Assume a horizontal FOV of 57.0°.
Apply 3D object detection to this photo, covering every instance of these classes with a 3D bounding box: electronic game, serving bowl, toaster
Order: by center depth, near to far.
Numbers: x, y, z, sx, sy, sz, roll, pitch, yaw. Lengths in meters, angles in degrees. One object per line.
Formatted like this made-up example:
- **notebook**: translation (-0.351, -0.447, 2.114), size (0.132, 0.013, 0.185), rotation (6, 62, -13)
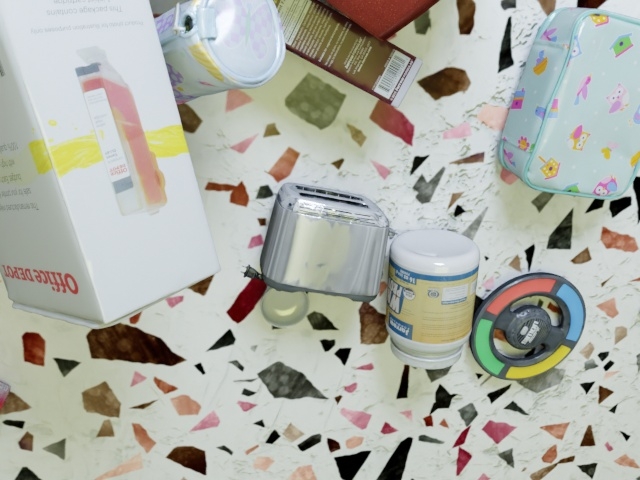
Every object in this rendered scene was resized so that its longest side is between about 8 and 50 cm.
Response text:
- **toaster**: translation (0.000, 0.000, 0.911), size (0.226, 0.129, 0.147), rotation (9, 107, -13)
- **serving bowl**: translation (-0.061, 0.105, 0.997), size (0.083, 0.027, 0.083), rotation (-4, 114, -9)
- **electronic game**: translation (0.387, 0.164, 1.100), size (0.229, 0.048, 0.229), rotation (-4, 114, -9)

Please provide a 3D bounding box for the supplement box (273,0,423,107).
- **supplement box**: translation (0.005, -0.271, 0.790), size (0.239, 0.130, 0.073), rotation (24, 107, -19)

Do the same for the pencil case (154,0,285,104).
- **pencil case**: translation (-0.164, -0.220, 0.703), size (0.124, 0.273, 0.114), rotation (-26, 109, -38)

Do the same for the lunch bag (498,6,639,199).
- **lunch bag**: translation (0.415, -0.202, 0.913), size (0.224, 0.108, 0.279), rotation (4, 114, -18)

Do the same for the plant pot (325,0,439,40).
- **plant pot**: translation (0.062, -0.401, 0.688), size (0.267, 0.267, 0.236), rotation (29, 116, -21)

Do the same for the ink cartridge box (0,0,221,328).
- **ink cartridge box**: translation (-0.294, -0.120, 0.667), size (0.160, 0.279, 0.385), rotation (-25, 109, -42)

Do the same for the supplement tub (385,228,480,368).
- **supplement tub**: translation (0.182, 0.095, 0.976), size (0.144, 0.144, 0.200), rotation (-4, 113, -10)

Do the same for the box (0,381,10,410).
- **box**: translation (-0.570, 0.297, 0.853), size (0.128, 0.257, 0.123), rotation (37, 100, -23)
